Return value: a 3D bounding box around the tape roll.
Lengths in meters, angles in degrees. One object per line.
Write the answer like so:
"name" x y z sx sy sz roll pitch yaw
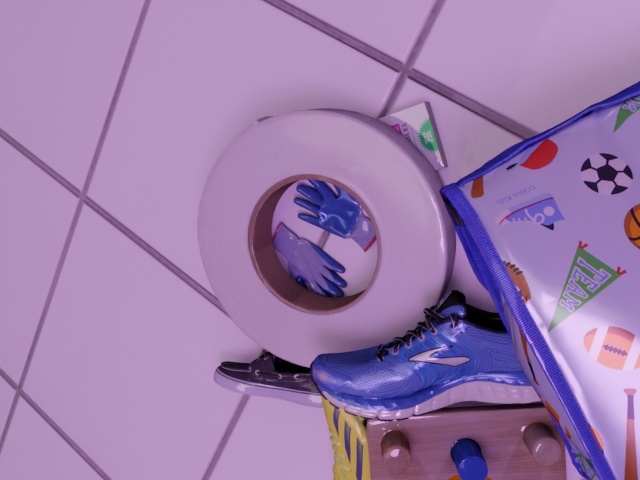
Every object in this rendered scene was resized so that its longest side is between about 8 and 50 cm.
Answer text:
"tape roll" 0.001 -0.001 0.970 0.392 0.072 0.391 6 106 21

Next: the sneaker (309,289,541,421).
"sneaker" 0.147 0.136 0.861 0.330 0.130 0.147 -10 104 4

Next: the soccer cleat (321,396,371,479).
"soccer cleat" 0.056 0.335 0.983 0.121 0.093 0.289 -26 94 12

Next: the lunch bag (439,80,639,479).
"lunch bag" 0.347 0.041 0.676 0.328 0.239 0.385 -28 90 5

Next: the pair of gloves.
"pair of gloves" 0.000 0.000 1.032 0.159 0.023 0.198 40 113 19

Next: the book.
"book" 0.102 -0.131 0.953 0.144 0.035 0.096 -16 93 29

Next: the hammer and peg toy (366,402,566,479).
"hammer and peg toy" 0.247 0.333 0.864 0.362 0.127 0.265 -5 95 4

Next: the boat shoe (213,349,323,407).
"boat shoe" -0.070 0.214 1.071 0.229 0.080 0.076 6 94 28
